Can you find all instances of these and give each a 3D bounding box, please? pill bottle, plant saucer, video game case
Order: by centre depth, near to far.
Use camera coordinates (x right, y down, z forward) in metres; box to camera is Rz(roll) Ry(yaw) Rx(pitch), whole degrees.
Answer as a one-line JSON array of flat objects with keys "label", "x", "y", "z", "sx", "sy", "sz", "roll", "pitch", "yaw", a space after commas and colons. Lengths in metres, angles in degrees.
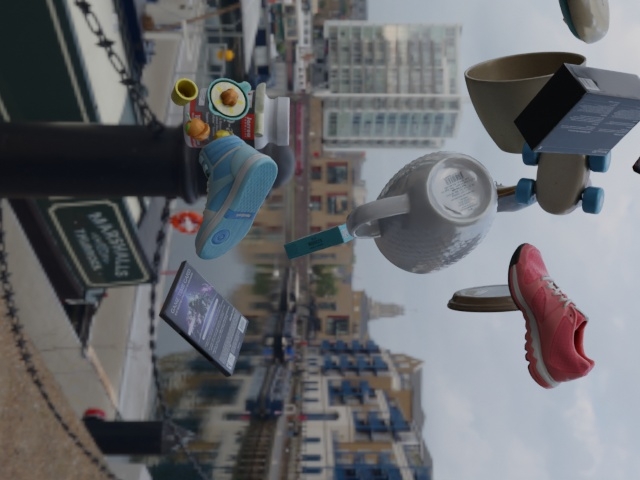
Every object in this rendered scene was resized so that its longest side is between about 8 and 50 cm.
[{"label": "video game case", "x": -0.306, "y": 0.210, "z": 1.945, "sx": 0.274, "sy": 0.026, "sz": 0.196, "roll": 49, "pitch": 34, "yaw": -29}, {"label": "plant saucer", "x": 0.482, "y": 0.154, "z": 1.965, "sx": 0.278, "sy": 0.278, "sz": 0.041, "roll": -102, "pitch": -174, "yaw": -86}, {"label": "pill bottle", "x": -0.293, "y": -0.430, "z": 2.567, "sx": 0.210, "sy": 0.363, "sz": 0.210, "roll": -179, "pitch": -90, "yaw": -88}]

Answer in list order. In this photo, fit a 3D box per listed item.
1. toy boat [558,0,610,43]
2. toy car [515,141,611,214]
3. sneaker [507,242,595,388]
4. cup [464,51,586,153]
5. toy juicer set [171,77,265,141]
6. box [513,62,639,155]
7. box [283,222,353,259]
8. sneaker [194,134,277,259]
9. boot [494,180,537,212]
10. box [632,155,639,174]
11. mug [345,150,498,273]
[{"label": "toy boat", "x": 0.809, "y": -0.753, "z": 2.220, "sx": 0.318, "sy": 0.148, "sz": 0.267, "roll": -51, "pitch": 125, "yaw": -36}, {"label": "toy car", "x": 0.685, "y": -0.168, "z": 1.988, "sx": 0.238, "sy": 0.219, "sz": 0.210, "roll": 4, "pitch": 96, "yaw": -58}, {"label": "sneaker", "x": 0.499, "y": 0.149, "z": 1.532, "sx": 0.136, "sy": 0.116, "sz": 0.313, "roll": -22, "pitch": -109, "yaw": 41}, {"label": "cup", "x": 0.588, "y": -0.384, "z": 2.066, "sx": 0.331, "sy": 0.331, "sz": 0.237, "roll": -92, "pitch": 172, "yaw": -67}, {"label": "toy juicer set", "x": -0.263, "y": -0.378, "z": 2.126, "sx": 0.089, "sy": 0.329, "sz": 0.209, "roll": -30, "pitch": -106, "yaw": 53}, {"label": "box", "x": 0.601, "y": -0.291, "z": 1.640, "sx": 0.184, "sy": 0.261, "sz": 0.103, "roll": -57, "pitch": -133, "yaw": 41}, {"label": "box", "x": 0.000, "y": 0.000, "z": 2.501, "sx": 0.100, "sy": 0.244, "sz": 0.060, "roll": -24, "pitch": 95, "yaw": -55}, {"label": "sneaker", "x": -0.256, "y": -0.123, "z": 1.844, "sx": 0.319, "sy": 0.208, "sz": 0.127, "roll": -55, "pitch": 149, "yaw": 15}, {"label": "boot", "x": 0.563, "y": -0.150, "z": 2.235, "sx": 0.112, "sy": 0.305, "sz": 0.115, "roll": 98, "pitch": -27, "yaw": -50}, {"label": "box", "x": 0.775, "y": -0.146, "z": 1.504, "sx": 0.114, "sy": 0.207, "sz": 0.036, "roll": -64, "pitch": 176, "yaw": 28}, {"label": "mug", "x": 0.245, "y": -0.071, "z": 1.786, "sx": 0.328, "sy": 0.374, "sz": 0.276, "roll": 123, "pitch": -44, "yaw": -74}]
